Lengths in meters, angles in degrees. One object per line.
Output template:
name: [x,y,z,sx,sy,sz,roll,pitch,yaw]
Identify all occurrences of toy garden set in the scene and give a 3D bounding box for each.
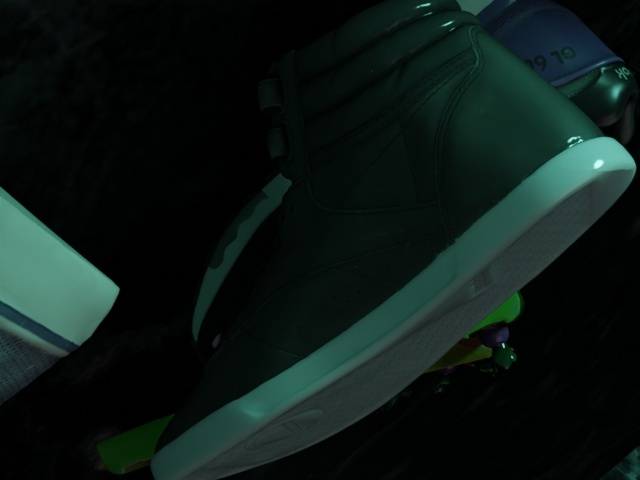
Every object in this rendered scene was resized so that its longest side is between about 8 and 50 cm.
toy garden set: [0.014,0.094,0.822,0.244,0.049,0.204,-22,173,8]

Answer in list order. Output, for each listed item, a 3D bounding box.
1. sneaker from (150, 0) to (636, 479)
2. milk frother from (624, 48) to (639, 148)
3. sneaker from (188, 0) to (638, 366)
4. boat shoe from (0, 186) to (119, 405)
sneaker: [0.000,0.000,0.667,0.296,0.147,0.104,-42,158,26]
milk frother: [0.271,-0.070,0.995,0.129,0.134,0.143,9,126,-25]
sneaker: [0.050,-0.010,0.735,0.283,0.124,0.107,-48,157,8]
boat shoe: [-0.177,0.018,0.387,0.158,0.127,0.340,-51,159,-6]
